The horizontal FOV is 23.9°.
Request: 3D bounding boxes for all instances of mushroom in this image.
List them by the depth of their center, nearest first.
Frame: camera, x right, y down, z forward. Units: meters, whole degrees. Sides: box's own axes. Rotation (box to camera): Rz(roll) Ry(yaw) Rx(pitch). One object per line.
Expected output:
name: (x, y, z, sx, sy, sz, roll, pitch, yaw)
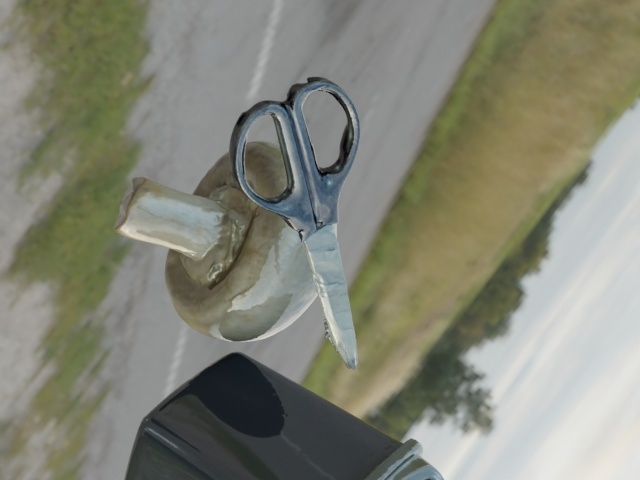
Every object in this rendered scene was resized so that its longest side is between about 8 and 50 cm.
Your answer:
mushroom: (-0.099, -0.009, 1.489, 0.207, 0.215, 0.207, -39, -139, 44)

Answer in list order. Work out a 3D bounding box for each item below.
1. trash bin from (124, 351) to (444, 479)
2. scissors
trash bin: (-0.027, 0.251, 1.451, 0.209, 0.290, 0.182, -37, 152, -49)
scissors: (0.000, 0.000, 1.220, 0.109, 0.022, 0.300, -27, 133, -15)
